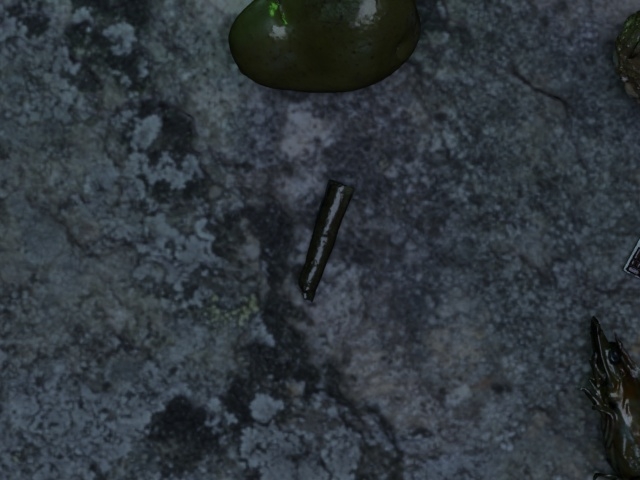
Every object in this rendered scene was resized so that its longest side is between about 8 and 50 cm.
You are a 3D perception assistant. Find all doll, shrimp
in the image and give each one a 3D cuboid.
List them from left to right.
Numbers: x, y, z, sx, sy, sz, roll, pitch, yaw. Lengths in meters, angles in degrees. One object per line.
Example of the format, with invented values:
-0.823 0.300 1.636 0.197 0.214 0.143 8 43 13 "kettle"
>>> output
0.294 0.232 1.810 0.169 0.058 0.296 -20 98 5 "shrimp"
0.408 -0.184 1.749 0.221 0.115 0.105 4 85 -6 "doll"

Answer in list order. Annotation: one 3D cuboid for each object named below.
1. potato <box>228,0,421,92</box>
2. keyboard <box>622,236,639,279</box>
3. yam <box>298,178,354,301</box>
0.001 -0.218 1.724 0.194 0.157 0.157 -22 94 4 "potato"
0.382 -0.028 1.801 0.055 0.017 0.166 28 95 -2 "keyboard"
0.000 0.000 1.801 0.033 0.027 0.129 18 94 -41 "yam"
